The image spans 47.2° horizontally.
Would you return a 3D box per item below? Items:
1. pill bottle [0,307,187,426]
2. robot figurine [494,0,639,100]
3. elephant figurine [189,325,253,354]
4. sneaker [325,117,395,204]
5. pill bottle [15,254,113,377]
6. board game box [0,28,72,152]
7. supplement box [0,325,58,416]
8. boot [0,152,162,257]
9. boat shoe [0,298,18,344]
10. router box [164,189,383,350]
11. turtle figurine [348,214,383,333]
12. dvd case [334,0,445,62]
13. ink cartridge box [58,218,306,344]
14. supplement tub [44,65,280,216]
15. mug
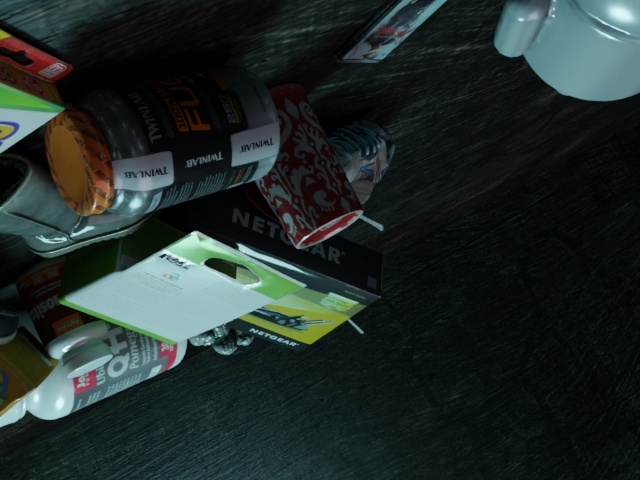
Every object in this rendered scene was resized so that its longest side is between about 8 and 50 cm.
[{"bbox_3d":[-0.385,0.172,1.151,0.319,0.176,0.176,-20,167,-43],"label":"pill bottle"},{"bbox_3d":[0.331,-0.279,0.790,0.300,0.199,0.353,-25,170,-3],"label":"robot figurine"},{"bbox_3d":[-0.185,0.096,1.446,0.169,0.186,0.239,-67,171,-45],"label":"elephant figurine"},{"bbox_3d":[0.035,-0.134,1.077,0.122,0.110,0.283,-50,168,13],"label":"sneaker"},{"bbox_3d":[-0.342,0.103,0.989,0.086,0.152,0.086,-29,170,-5],"label":"pill bottle"},{"bbox_3d":[-0.314,-0.068,0.551,0.259,0.039,0.124,-33,170,9],"label":"board game box"},{"bbox_3d":[-0.387,0.163,0.895,0.078,0.080,0.233,-42,-171,-12],"label":"supplement box"},{"bbox_3d":[-0.258,-0.049,0.732,0.190,0.076,0.208,-30,164,-6],"label":"boot"},{"bbox_3d":[-0.391,0.050,0.749,0.079,0.095,0.254,-69,158,-8],"label":"boat shoe"},{"bbox_3d":[-0.098,0.051,1.112,0.309,0.081,0.243,22,143,-22],"label":"router box"},{"bbox_3d":[0.000,0.000,1.287,0.197,0.275,0.266,-56,165,-5],"label":"turtle figurine"},{"bbox_3d":[0.081,-0.242,0.827,0.119,0.013,0.087,-35,168,37],"label":"dvd case"},{"bbox_3d":[-0.170,0.031,0.919,0.255,0.097,0.189,-25,142,33],"label":"ink cartridge box"},{"bbox_3d":[-0.142,-0.091,0.670,0.190,0.117,0.117,-22,168,-38],"label":"supplement tub"},{"bbox_3d":[-0.030,-0.080,0.882,0.113,0.169,0.150,-28,170,-11],"label":"mug"}]
